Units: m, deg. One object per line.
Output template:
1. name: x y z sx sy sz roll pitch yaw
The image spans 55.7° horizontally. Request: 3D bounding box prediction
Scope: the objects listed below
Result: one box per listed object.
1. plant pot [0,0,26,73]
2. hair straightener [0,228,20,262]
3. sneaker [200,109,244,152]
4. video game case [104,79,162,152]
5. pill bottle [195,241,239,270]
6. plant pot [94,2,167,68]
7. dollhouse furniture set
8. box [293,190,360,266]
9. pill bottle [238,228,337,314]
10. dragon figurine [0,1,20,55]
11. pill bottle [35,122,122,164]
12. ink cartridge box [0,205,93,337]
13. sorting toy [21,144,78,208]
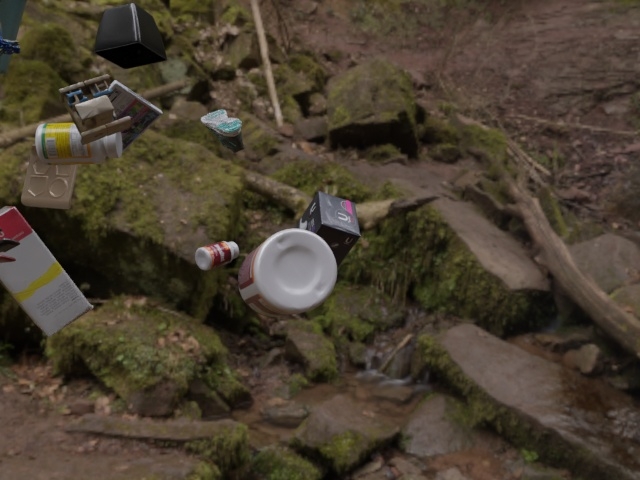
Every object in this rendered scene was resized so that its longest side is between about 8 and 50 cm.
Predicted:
1. plant pot: -1.060 -0.698 1.831 0.342 0.333 0.341 12 6 -1
2. hair straightener: -0.781 0.014 1.467 0.047 0.088 0.231 20 -19 -37
3. sneaker: -0.221 -0.246 1.378 0.065 0.076 0.166 -26 35 -16
4. video game case: -0.633 -0.385 1.904 0.183 0.201 0.023 32 27 -46
5. pill bottle: -0.375 0.051 2.217 0.086 0.085 0.152 10 20 38
6. plant pot: -0.686 -0.743 2.188 0.188 0.166 0.188 -6 -6 17
7. dollhouse furniture set: -0.531 -0.332 1.437 0.129 0.129 0.184 -27 1 -23
8. box: 0.000 0.000 1.977 0.144 0.270 0.165 17 41 -21
9. pill bottle: -0.112 0.106 1.736 0.224 0.223 0.392 1 -9 -16
10. dragon figurine: -0.963 -0.604 1.656 0.289 0.143 0.085 10 -11 -42
11. pill bottle: -0.671 -0.272 1.696 0.209 0.117 0.117 -3 9 -6
12. ink cartridge box: -0.912 0.093 1.881 0.160 0.384 0.279 -40 22 -25
13. sorting toy: -0.895 -0.211 2.018 0.193 0.208 0.038 5 -6 16
